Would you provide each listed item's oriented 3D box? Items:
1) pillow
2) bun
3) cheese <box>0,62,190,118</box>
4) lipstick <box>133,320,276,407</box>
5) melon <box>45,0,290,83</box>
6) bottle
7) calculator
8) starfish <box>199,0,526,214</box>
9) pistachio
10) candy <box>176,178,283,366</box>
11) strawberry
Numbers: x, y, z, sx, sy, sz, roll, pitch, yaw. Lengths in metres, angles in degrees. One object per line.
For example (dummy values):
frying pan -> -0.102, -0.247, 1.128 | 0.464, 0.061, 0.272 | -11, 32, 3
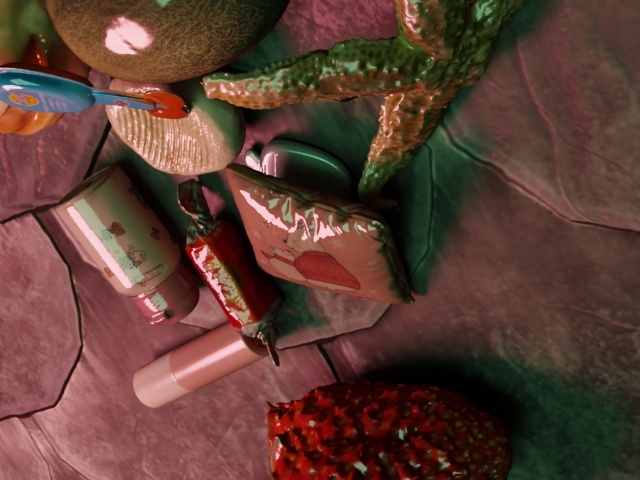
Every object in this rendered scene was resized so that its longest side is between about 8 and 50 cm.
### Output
pillow -> 0.000, 0.000, 1.663 | 0.236, 0.084, 0.223 | 18, 153, 20
bun -> -0.177, -0.167, 1.650 | 0.183, 0.102, 0.183 | 14, 142, 12
cheese -> -0.280, -0.173, 1.536 | 0.256, 0.037, 0.106 | 7, 165, -2
lipstick -> -0.173, 0.177, 1.914 | 0.254, 0.070, 0.070 | -28, 106, 39
melon -> -0.169, -0.302, 1.458 | 0.329, 0.248, 0.248 | -20, 111, 43
bottle -> -0.259, 0.014, 1.823 | 0.110, 0.110, 0.233 | -23, 109, 38
calculator -> -0.030, -0.084, 1.684 | 0.153, 0.021, 0.095 | 14, 127, 16
starfish -> 0.061, -0.190, 1.426 | 0.324, 0.082, 0.432 | 8, 141, -34
pistachio -> -0.404, -0.253, 1.656 | 0.230, 0.230, 0.309 | 43, 139, -5
candy -> -0.118, 0.047, 1.781 | 0.059, 0.086, 0.292 | -22, 109, 27
strawberry -> 0.093, 0.331, 1.773 | 0.343, 0.292, 0.292 | -1, 122, 13
